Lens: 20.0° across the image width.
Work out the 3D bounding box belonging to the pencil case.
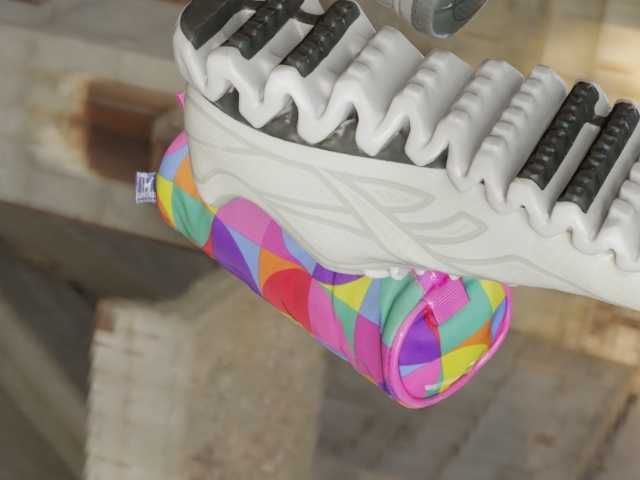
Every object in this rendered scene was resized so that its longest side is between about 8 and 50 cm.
[{"bbox_3d":[0.000,0.000,1.048,0.104,0.236,0.104,-30,138,-31],"label":"pencil case"}]

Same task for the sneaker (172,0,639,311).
[{"bbox_3d":[0.060,-0.027,0.874,0.110,0.292,0.118,-43,151,-48],"label":"sneaker"}]

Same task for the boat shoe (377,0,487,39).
[{"bbox_3d":[0.116,-0.258,1.099,0.320,0.103,0.118,-53,164,-23],"label":"boat shoe"}]
